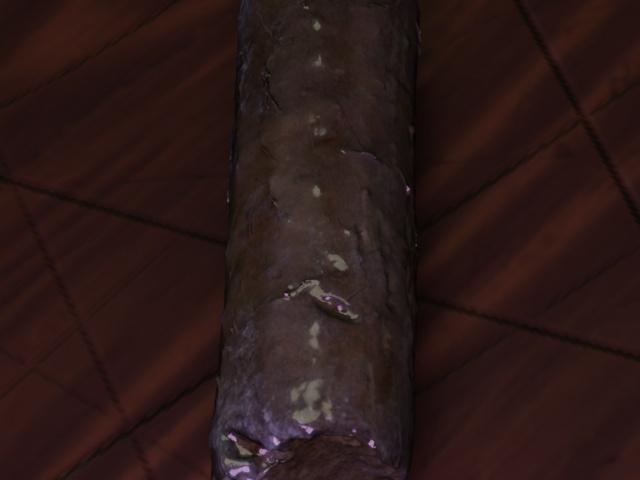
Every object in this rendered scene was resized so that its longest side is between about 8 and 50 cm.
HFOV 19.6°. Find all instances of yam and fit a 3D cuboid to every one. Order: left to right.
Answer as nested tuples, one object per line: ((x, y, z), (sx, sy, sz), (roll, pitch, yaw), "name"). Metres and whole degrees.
((0.000, 0.000, 0.824), (0.093, 0.093, 0.259), (-2, 59, 6), "yam")
